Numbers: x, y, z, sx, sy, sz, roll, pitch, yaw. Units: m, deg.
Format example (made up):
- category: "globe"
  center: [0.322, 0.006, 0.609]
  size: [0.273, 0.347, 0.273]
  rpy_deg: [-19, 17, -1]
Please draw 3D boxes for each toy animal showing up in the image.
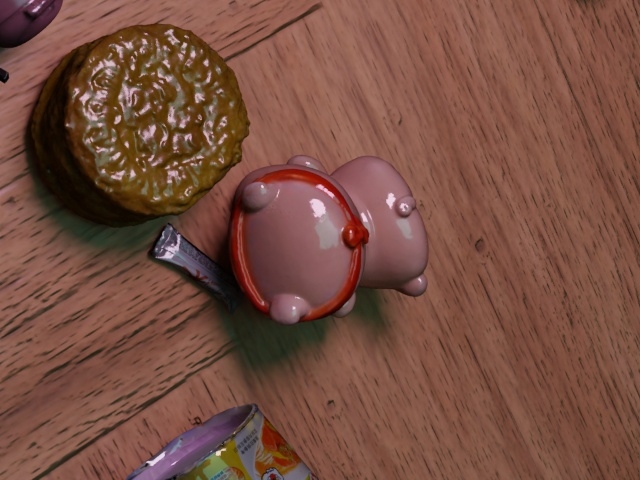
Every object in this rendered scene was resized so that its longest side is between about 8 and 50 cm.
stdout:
- category: "toy animal"
  center: [0.000, 0.000, 1.794]
  size: [0.198, 0.171, 0.171]
  rpy_deg: [-13, 96, -39]

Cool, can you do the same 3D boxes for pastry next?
- category: "pastry"
  center: [-0.167, -0.106, 1.716]
  size: [0.189, 0.103, 0.188]
  rpy_deg: [1, 88, -33]

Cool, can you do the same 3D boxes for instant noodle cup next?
- category: "instant noodle cup"
  center: [-0.087, 0.254, 1.717]
  size: [0.205, 0.205, 0.153]
  rpy_deg: [-36, 96, -27]

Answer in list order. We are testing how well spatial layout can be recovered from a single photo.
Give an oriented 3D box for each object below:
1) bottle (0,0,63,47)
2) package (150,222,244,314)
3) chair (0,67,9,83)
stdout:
- category: "bottle"
  center: [-0.320, -0.271, 1.623]
  size: [0.233, 0.110, 0.110]
  rpy_deg: [50, 65, -22]
- category: "package"
  center: [-0.114, 0.028, 1.797]
  size: [0.110, 0.015, 0.037]
  rpy_deg: [38, 71, -24]
- category: "chair"
  center: [-0.381, -0.185, 1.611]
  size: [0.212, 0.101, 0.084]
  rpy_deg: [30, 68, 11]
